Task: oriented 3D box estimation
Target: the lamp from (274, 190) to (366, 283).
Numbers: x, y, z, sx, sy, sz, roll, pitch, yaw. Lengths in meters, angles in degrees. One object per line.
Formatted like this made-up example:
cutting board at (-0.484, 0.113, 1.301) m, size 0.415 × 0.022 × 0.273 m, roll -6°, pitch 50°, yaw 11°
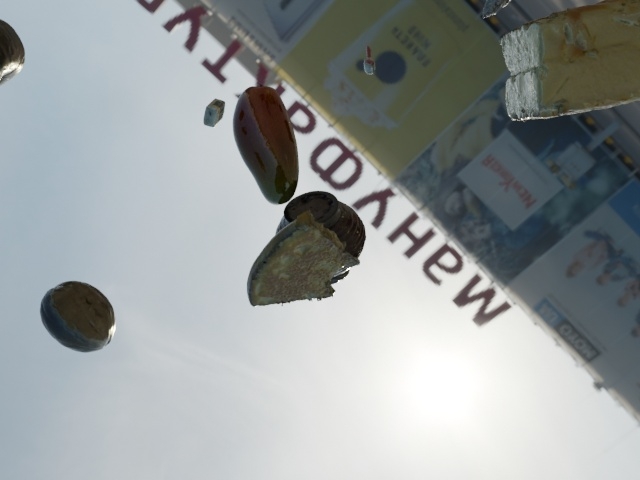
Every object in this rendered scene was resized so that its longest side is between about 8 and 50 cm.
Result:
lamp at (0.000, 0.000, 1.864) m, size 0.247 × 0.247 × 0.247 m, roll 40°, pitch -160°, yaw -18°

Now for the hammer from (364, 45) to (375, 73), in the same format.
hammer at (0.135, -0.510, 2.072) m, size 0.052 × 0.031 × 0.083 m, roll 78°, pitch -172°, yaw -64°

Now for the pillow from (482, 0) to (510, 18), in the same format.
pillow at (0.510, -0.690, 1.942) m, size 0.067 × 0.173 × 0.270 m, roll 25°, pitch 164°, yaw -13°

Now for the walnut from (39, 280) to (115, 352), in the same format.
walnut at (-0.504, 0.158, 1.547) m, size 0.162 × 0.140 × 0.140 m, roll 35°, pitch -162°, yaw 8°

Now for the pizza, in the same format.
pizza at (-0.039, 0.048, 1.673) m, size 0.223 × 0.323 × 0.089 m, roll 10°, pitch -132°, yaw -26°

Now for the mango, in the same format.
mango at (-0.121, -0.221, 1.745) m, size 0.129 × 0.146 × 0.289 m, roll -42°, pitch -66°, yaw -55°

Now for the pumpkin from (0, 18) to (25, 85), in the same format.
pumpkin at (-0.767, -0.415, 1.642) m, size 0.162 × 0.219 × 0.219 m, roll 57°, pitch -162°, yaw -9°

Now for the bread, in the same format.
bread at (0.699, -0.479, 1.964) m, size 0.371 × 0.390 × 0.279 m, roll -74°, pitch -30°, yaw -83°

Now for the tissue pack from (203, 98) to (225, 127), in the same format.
tissue pack at (-0.308, -0.371, 2.154) m, size 0.042 × 0.062 × 0.083 m, roll 19°, pitch -153°, yaw 2°
